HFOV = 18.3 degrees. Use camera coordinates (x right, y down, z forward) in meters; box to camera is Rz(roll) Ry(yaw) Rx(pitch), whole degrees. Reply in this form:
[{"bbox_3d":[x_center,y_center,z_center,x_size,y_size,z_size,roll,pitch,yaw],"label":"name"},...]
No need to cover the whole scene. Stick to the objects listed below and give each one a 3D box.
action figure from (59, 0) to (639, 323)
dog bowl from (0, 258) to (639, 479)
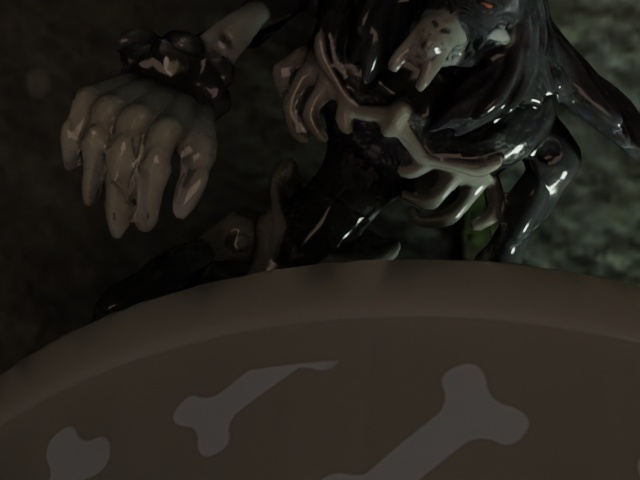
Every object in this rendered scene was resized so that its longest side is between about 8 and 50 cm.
[{"bbox_3d":[0.000,0.000,0.610,0.164,0.141,0.275,33,108,-3],"label":"action figure"},{"bbox_3d":[0.031,0.163,0.588,0.349,0.102,0.348,3,134,3],"label":"dog bowl"}]
